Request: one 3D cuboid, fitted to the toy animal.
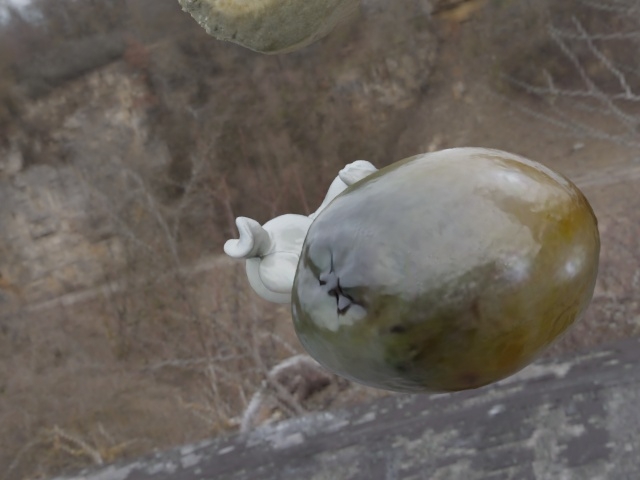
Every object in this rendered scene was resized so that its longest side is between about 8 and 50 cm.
[{"bbox_3d":[0.001,0.005,1.625,0.310,0.182,0.247,-25,-19,-14],"label":"toy animal"}]

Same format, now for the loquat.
[{"bbox_3d":[0.086,0.022,0.726,0.228,0.179,0.179,-15,13,-15],"label":"loquat"}]

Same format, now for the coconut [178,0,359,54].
[{"bbox_3d":[-0.081,-0.462,1.470,0.345,0.415,0.415,-2,17,10],"label":"coconut"}]
